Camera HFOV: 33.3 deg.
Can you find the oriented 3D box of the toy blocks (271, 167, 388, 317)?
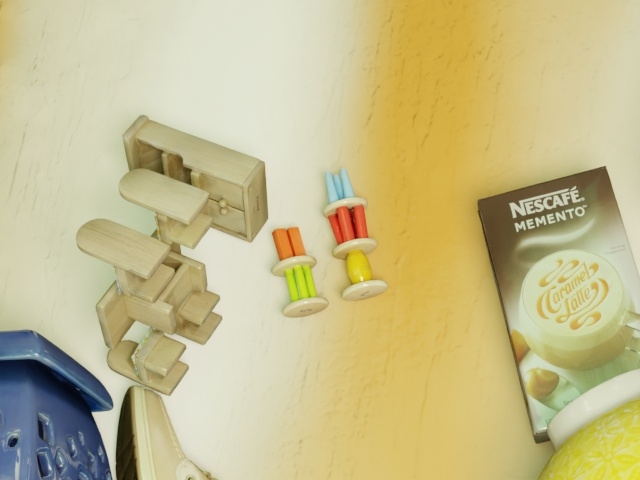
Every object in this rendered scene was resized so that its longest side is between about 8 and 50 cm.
[{"bbox_3d":[0.000,0.000,1.198,0.123,0.054,0.148,-16,70,8],"label":"toy blocks"}]

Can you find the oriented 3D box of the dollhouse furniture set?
[{"bbox_3d":[-0.186,-0.001,1.166,0.161,0.212,0.242,21,53,17],"label":"dollhouse furniture set"}]

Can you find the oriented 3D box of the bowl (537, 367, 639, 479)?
[{"bbox_3d":[0.283,0.203,0.920,0.289,0.289,0.156,-28,62,4],"label":"bowl"}]

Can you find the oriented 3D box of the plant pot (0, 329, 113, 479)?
[{"bbox_3d":[-0.353,0.222,1.127,0.236,0.236,0.212,-5,66,11],"label":"plant pot"}]

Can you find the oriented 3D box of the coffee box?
[{"bbox_3d":[0.255,0.067,1.092,0.141,0.098,0.247,-15,71,8],"label":"coffee box"}]

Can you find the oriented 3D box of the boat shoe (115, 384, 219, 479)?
[{"bbox_3d":[-0.147,0.291,1.129,0.098,0.109,0.302,-4,55,-25],"label":"boat shoe"}]
